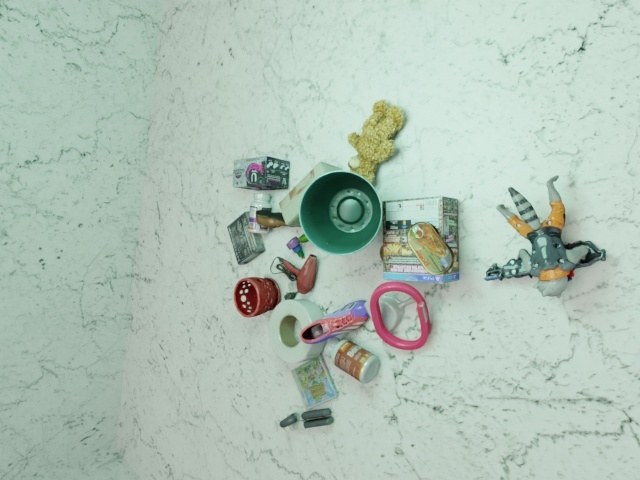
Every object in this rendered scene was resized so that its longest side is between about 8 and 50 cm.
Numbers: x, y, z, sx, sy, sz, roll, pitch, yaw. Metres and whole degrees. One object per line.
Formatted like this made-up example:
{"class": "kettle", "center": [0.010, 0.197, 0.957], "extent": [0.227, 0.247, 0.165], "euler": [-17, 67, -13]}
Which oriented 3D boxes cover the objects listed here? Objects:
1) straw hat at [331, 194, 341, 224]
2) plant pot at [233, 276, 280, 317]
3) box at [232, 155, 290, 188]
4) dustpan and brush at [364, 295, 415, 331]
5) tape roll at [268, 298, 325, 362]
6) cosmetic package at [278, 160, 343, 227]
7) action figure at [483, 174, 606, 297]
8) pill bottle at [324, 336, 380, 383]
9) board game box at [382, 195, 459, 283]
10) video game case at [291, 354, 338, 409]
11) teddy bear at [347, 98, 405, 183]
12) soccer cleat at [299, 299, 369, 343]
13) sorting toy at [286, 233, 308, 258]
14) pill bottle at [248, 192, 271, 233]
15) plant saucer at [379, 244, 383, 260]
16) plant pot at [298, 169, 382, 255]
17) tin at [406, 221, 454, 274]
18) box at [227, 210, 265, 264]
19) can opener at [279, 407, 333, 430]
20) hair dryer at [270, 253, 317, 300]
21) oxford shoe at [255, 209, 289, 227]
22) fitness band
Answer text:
{"class": "straw hat", "center": [0.026, -0.130, 1.671], "extent": [0.145, 0.061, 0.144], "euler": [1, 94, 9]}
{"class": "plant pot", "center": [-0.301, 0.272, 1.993], "extent": [0.191, 0.174, 0.191], "euler": [0, 90, 41]}
{"class": "box", "center": [-0.293, -0.321, 1.987], "extent": [0.247, 0.163, 0.142], "euler": [2, 90, 41]}
{"class": "dustpan and brush", "center": [0.287, 0.265, 1.577], "extent": [0.211, 0.060, 0.147], "euler": [-36, 80, 42]}
{"class": "tape roll", "center": [-0.107, 0.412, 1.864], "extent": [0.286, 0.100, 0.286], "euler": [-6, 81, 40]}
{"class": "cosmetic package", "center": [-0.027, -0.190, 1.766], "extent": [0.296, 0.153, 0.129], "euler": [-39, 59, 32]}
{"class": "action figure", "center": [0.617, 0.018, 1.212], "extent": [0.341, 0.178, 0.330], "euler": [-28, 63, 35]}
{"class": "pill bottle", "center": [0.124, 0.481, 1.666], "extent": [0.216, 0.121, 0.121], "euler": [22, 104, 38]}
{"class": "board game box", "center": [0.356, -0.002, 1.450], "extent": [0.232, 0.141, 0.291], "euler": [0, 90, 41]}
{"class": "video game case", "center": [-0.030, 0.651, 1.864], "extent": [0.212, 0.023, 0.193], "euler": [-38, 67, 34]}
{"class": "teddy bear", "center": [0.201, -0.388, 1.601], "extent": [0.338, 0.113, 0.245], "euler": [-50, 58, 29]}
{"class": "soccer cleat", "center": [0.062, 0.340, 1.660], "extent": [0.318, 0.116, 0.108], "euler": [-26, 76, 10]}
{"class": "sorting toy", "center": [0.000, 0.000, 1.805], "extent": [0.365, 0.127, 0.126], "euler": [-26, 104, 41]}
{"class": "pill bottle", "center": [-0.301, -0.136, 2.033], "extent": [0.108, 0.108, 0.193], "euler": [12, 98, 40]}
{"class": "plant saucer", "center": [0.272, 0.049, 1.605], "extent": [0.083, 0.015, 0.083], "euler": [1, 92, 41]}
{"class": "plant pot", "center": [0.091, -0.106, 1.506], "extent": [0.293, 0.235, 0.293], "euler": [2, 97, 13]}
{"class": "tin", "center": [0.359, 0.025, 1.332], "extent": [0.106, 0.040, 0.189], "euler": [-42, 65, 28]}
{"class": "box", "center": [-0.395, -0.012, 2.149], "extent": [0.183, 0.056, 0.231], "euler": [-33, 70, 35]}
{"class": "can opener", "center": [-0.071, 0.824, 1.854], "extent": [0.283, 0.095, 0.076], "euler": [-28, 73, 38]}
{"class": "hair dryer", "center": [-0.119, 0.149, 1.881], "extent": [0.293, 0.080, 0.223], "euler": [-31, 83, 34]}
{"class": "oxford shoe", "center": [-0.208, -0.090, 1.952], "extent": [0.212, 0.076, 0.076], "euler": [12, 123, 11]}
{"class": "fitness band", "center": [0.291, 0.279, 1.497], "extent": [0.209, 0.054, 0.290], "euler": [-1, 119, 29]}
